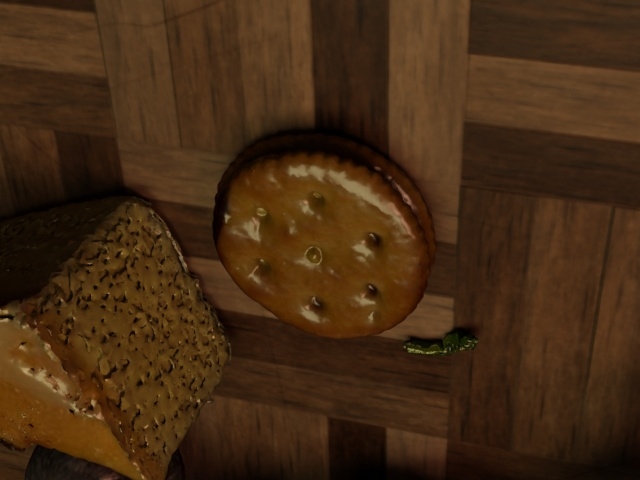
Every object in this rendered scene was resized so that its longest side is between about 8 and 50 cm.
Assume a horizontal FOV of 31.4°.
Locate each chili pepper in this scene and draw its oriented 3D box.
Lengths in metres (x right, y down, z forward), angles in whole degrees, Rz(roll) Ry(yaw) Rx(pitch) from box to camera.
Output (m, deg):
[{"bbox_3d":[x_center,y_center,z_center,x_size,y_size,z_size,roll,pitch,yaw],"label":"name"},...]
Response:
[{"bbox_3d":[0.122,0.104,1.122,0.083,0.022,0.027,-10,124,31],"label":"chili pepper"}]

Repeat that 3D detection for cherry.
[{"bbox_3d":[-0.251,0.280,1.302,0.195,0.195,0.195,10,130,12],"label":"cherry"}]

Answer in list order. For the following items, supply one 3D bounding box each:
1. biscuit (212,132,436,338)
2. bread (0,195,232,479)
[{"bbox_3d":[0.000,0.000,1.053,0.220,0.066,0.220,11,130,13],"label":"biscuit"},{"bbox_3d":[-0.287,0.117,1.140,0.315,0.248,0.279,-19,117,36],"label":"bread"}]
